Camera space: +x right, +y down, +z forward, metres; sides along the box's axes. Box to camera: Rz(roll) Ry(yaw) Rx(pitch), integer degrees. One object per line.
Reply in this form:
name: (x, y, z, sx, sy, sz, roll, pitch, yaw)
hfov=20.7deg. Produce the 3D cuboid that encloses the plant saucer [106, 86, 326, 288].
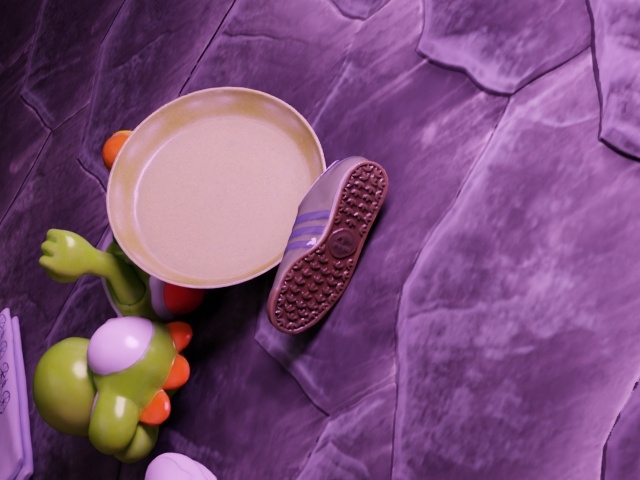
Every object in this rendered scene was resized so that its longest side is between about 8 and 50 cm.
plant saucer: (-0.109, -0.052, 1.877, 0.241, 0.037, 0.241, -4, 65, 9)

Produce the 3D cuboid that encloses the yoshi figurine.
yoshi figurine: (-0.233, 0.072, 1.962, 0.203, 0.203, 0.362, 137, 146, -60)

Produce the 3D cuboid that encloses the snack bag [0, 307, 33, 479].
snack bag: (-0.488, 0.304, 2.321, 0.342, 0.037, 0.323, -50, 32, 23)

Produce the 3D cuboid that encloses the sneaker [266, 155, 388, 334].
sneaker: (0.000, 0.000, 1.761, 0.192, 0.064, 0.086, -61, 22, 4)

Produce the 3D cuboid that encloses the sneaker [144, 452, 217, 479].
sneaker: (-0.157, 0.289, 1.719, 0.090, 0.115, 0.232, -49, 33, 25)
